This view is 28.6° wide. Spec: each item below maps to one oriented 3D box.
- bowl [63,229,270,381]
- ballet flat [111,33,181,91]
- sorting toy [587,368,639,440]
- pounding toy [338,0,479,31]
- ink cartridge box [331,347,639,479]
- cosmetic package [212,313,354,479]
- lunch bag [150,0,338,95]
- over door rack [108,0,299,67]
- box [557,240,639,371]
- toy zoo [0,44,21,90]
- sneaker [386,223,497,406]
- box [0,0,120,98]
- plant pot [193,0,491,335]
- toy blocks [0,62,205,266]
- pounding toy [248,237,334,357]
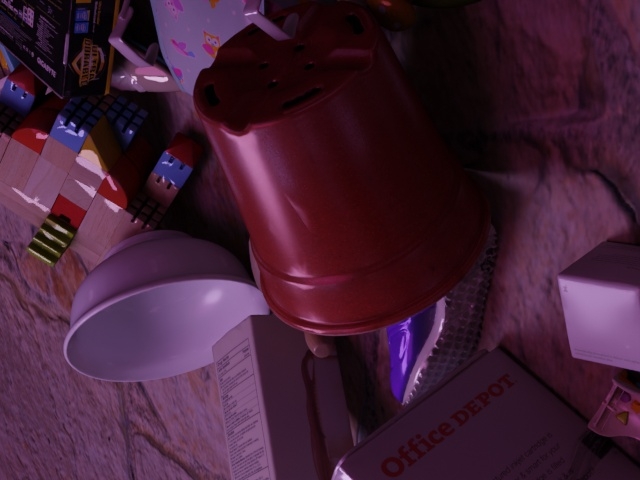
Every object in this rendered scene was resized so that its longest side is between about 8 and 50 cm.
[{"bbox_3d":[-0.231,0.078,1.801,0.298,0.298,0.134,121,138,-50],"label":"bowl"},{"bbox_3d":[-0.286,-0.257,1.758,0.248,0.086,0.086,41,140,31],"label":"ballet flat"},{"bbox_3d":[0.345,0.188,1.371,0.075,0.045,0.083,34,136,19],"label":"sorting toy"},{"bbox_3d":[0.062,-0.273,1.260,0.237,0.110,0.183,12,154,43],"label":"pounding toy"},{"bbox_3d":[0.232,0.349,1.403,0.395,0.285,0.166,42,140,23],"label":"ink cartridge box"},{"bbox_3d":[-0.045,0.260,1.696,0.153,0.129,0.296,-40,56,57],"label":"cosmetic package"},{"bbox_3d":[-0.086,-0.271,1.462,0.223,0.160,0.262,20,123,40],"label":"lunch bag"},{"bbox_3d":[-0.121,-0.355,1.274,0.239,0.108,0.324,-1,80,44],"label":"over door rack"},{"bbox_3d":[0.313,0.067,1.283,0.101,0.087,0.102,10,121,46],"label":"box"},{"bbox_3d":[-0.513,-0.348,2.008,0.293,0.030,0.192,-10,106,51],"label":"toy zoo"},{"bbox_3d":[0.116,0.060,1.509,0.146,0.102,0.293,38,134,33],"label":"sneaker"},{"bbox_3d":[-0.380,-0.374,1.716,0.322,0.079,0.257,39,127,41],"label":"box"},{"bbox_3d":[0.011,-0.089,1.314,0.272,0.272,0.265,17,146,42],"label":"plant pot"},{"bbox_3d":[-0.344,-0.117,1.805,0.381,0.190,0.261,32,136,-5],"label":"toy blocks"},{"bbox_3d":[0.000,0.000,1.619,0.154,0.155,0.269,-124,35,-57],"label":"pounding toy"}]
